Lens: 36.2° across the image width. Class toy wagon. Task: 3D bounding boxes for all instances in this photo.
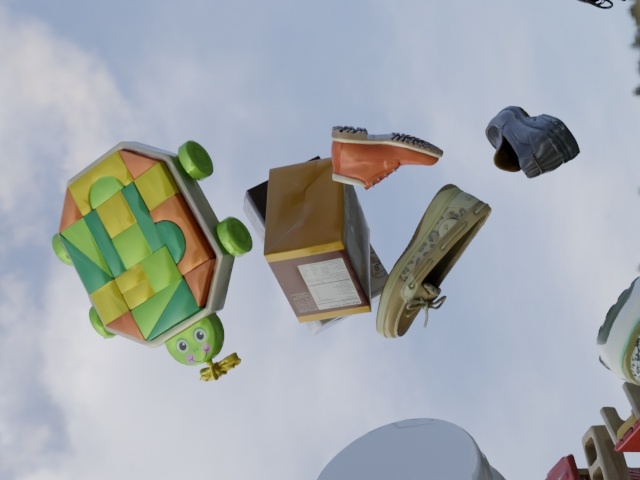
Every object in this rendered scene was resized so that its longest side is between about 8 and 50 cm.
[{"bbox_3d":[-0.220,0.037,1.345,0.344,0.267,0.068,62,-157,8],"label":"toy wagon"}]

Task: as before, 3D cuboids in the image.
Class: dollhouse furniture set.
[{"bbox_3d":[0.525,0.379,1.572,0.374,0.201,0.152,106,162,-52],"label":"dollhouse furniture set"}]

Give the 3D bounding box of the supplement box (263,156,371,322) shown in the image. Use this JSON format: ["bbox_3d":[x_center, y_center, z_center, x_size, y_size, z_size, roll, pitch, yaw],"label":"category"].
[{"bbox_3d":[0.000,0.000,1.633,0.194,0.129,0.191,66,-161,-47],"label":"supplement box"}]

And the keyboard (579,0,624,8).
[{"bbox_3d":[0.230,-0.282,0.993,0.192,0.038,0.100,13,-131,-26],"label":"keyboard"}]

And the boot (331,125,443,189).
[{"bbox_3d":[0.091,-0.110,1.369,0.059,0.157,0.085,-53,-31,-74],"label":"boot"}]

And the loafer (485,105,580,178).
[{"bbox_3d":[0.205,-0.101,1.031,0.062,0.061,0.170,54,176,-13],"label":"loafer"}]

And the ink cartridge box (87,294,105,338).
[{"bbox_3d":[-0.275,0.041,1.497,0.056,0.224,0.181,-22,-88,-51],"label":"ink cartridge box"}]

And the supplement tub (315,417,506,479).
[{"bbox_3d":[0.116,0.322,0.913,0.272,0.191,0.191,64,-142,-24],"label":"supplement tub"}]

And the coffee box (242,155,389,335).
[{"bbox_3d":[-0.009,0.010,1.901,0.168,0.119,0.297,-28,-100,-15],"label":"coffee box"}]

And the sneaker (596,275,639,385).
[{"bbox_3d":[0.474,0.044,1.092,0.158,0.182,0.410,3,-57,-22],"label":"sneaker"}]

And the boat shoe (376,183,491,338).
[{"bbox_3d":[0.184,0.047,1.639,0.104,0.089,0.285,5,-68,-64],"label":"boat shoe"}]
